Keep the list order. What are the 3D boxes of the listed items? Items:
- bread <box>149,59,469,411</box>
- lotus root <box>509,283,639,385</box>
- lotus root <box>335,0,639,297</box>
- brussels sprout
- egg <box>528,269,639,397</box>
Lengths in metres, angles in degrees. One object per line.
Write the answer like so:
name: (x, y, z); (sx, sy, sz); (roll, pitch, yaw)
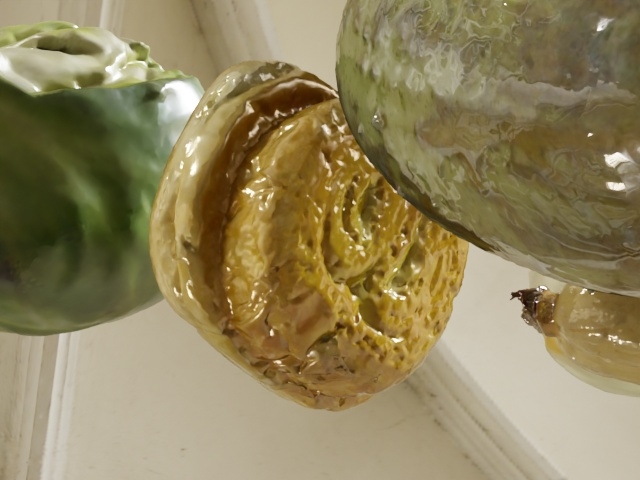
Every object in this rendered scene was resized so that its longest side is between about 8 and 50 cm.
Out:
bread: (-0.001, 0.002, 0.640); (0.236, 0.120, 0.198); (42, -120, -36)
lotus root: (0.184, 0.048, 0.552); (0.150, 0.073, 0.062); (7, -129, 25)
lotus root: (0.111, -0.074, 0.396); (0.173, 0.309, 0.173); (-11, -66, -25)
brussels sprout: (-0.279, -0.061, 0.911); (0.371, 0.276, 0.315); (15, -87, -27)
egg: (0.421, 0.031, 1.194); (0.345, 0.283, 0.283); (-35, -91, -33)
